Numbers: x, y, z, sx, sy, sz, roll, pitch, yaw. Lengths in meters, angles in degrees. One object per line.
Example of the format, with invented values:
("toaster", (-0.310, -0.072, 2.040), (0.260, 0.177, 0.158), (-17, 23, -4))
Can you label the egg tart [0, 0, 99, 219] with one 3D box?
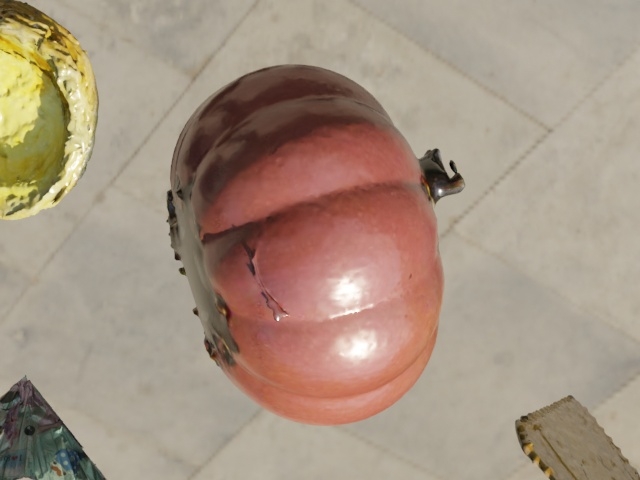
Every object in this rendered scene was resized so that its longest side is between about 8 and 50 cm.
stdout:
("egg tart", (-0.291, -0.126, 1.260), (0.212, 0.090, 0.213), (6, 106, 22))

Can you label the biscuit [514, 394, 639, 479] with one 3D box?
("biscuit", (0.268, 0.237, 1.172), (0.013, 0.237, 0.232), (-44, 74, 19))

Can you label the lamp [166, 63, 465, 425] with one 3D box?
("lamp", (0.000, 0.000, 0.660), (0.140, 0.182, 0.182), (-14, 132, -13))

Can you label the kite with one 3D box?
("kite", (-0.214, 0.160, 0.906), (0.139, 0.157, 0.011), (-1, 144, 1))
